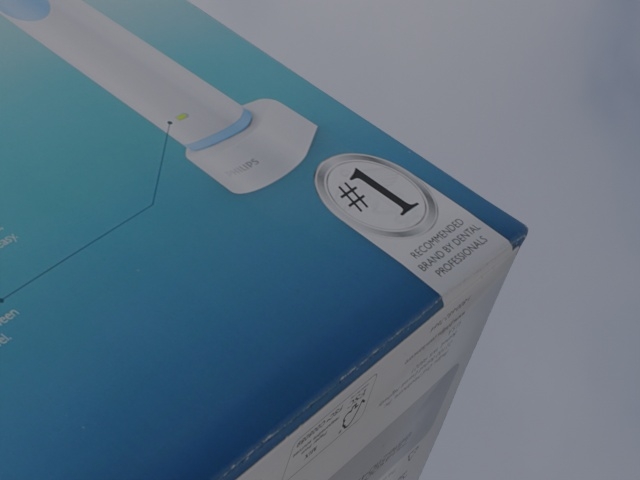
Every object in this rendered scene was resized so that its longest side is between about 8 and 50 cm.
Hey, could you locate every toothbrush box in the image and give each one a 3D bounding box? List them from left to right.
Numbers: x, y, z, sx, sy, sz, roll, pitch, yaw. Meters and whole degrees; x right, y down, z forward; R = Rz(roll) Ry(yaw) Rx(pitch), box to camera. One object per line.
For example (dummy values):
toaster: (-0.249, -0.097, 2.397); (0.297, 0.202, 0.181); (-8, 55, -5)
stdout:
toothbrush box: (-0.131, 0.003, 0.522); (0.295, 0.216, 0.126); (35, -48, 17)
